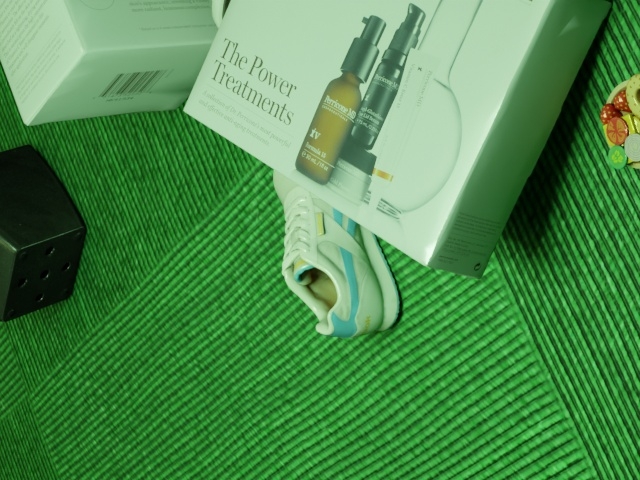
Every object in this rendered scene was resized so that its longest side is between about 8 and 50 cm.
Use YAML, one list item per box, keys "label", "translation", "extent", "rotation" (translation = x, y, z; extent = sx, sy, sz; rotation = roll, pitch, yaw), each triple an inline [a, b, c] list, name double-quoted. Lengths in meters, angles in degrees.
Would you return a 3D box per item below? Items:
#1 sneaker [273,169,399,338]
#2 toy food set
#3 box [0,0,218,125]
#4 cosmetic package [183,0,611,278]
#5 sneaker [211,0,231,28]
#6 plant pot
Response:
- label: "sneaker"
  translation: [0.000, 0.000, 1.801]
  extent: [0.087, 0.092, 0.228]
  rotation: [-53, 57, 46]
- label: "toy food set"
  translation: [0.281, -0.103, 1.477]
  extent: [0.083, 0.020, 0.082]
  rotation: [-26, 77, 51]
- label: "box"
  translation: [-0.274, -0.328, 1.921]
  extent: [0.168, 0.215, 0.345]
  rotation: [-39, 67, 48]
- label: "cosmetic package"
  translation: [0.060, -0.174, 1.607]
  extent: [0.377, 0.097, 0.284]
  rotation: [33, 102, 40]
- label: "sneaker"
  translation: [-0.056, -0.363, 1.795]
  extent: [0.123, 0.106, 0.290]
  rotation: [51, 127, 45]
- label: "plant pot"
  translation: [-0.432, 0.004, 2.293]
  extent: [0.167, 0.188, 0.187]
  rotation: [36, 125, 26]
